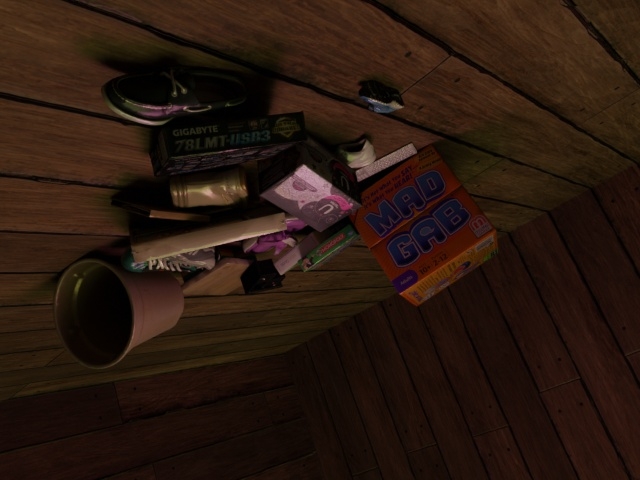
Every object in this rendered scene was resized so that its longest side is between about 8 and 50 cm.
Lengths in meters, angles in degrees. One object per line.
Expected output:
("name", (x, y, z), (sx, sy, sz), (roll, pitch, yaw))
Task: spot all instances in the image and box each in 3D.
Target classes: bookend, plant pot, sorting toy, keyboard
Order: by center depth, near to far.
("keyboard", (0.185, -0.240, 1.871), (0.256, 0.014, 0.072), (-26, 161, 14))
("plant pot", (-0.618, 0.212, 1.877), (0.333, 0.334, 0.305), (-29, 170, 24))
("bookend", (-0.189, 0.124, 2.121), (0.157, 0.072, 0.156), (-9, 158, -33))
("sorting toy", (-0.361, 0.108, 2.150), (0.257, 0.089, 0.255), (-30, 159, 26))

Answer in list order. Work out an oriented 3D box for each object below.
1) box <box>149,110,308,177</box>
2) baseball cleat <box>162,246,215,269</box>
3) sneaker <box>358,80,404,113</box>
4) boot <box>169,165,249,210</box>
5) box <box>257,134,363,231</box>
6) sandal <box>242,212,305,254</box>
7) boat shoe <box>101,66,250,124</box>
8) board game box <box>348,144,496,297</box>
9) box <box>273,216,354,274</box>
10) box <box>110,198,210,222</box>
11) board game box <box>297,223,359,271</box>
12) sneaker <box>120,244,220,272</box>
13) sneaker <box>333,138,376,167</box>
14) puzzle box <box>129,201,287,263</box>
("box", (-0.214, -0.209, 1.289), (0.295, 0.073, 0.293), (-12, -175, -20))
("baseball cleat", (-0.391, 0.023, 1.710), (0.072, 0.110, 0.206), (-10, 161, 30))
("sneaker", (0.144, -0.345, 1.461), (0.073, 0.063, 0.162), (-30, 159, 35))
("boot", (-0.297, -0.126, 1.564), (0.203, 0.095, 0.262), (-9, 175, -7))
("box", (-0.026, -0.156, 1.569), (0.163, 0.142, 0.247), (-31, 139, 28))
("sandal", (-0.142, -0.001, 1.959), (0.169, 0.102, 0.416), (-9, 170, -24))
("boat shoe", (-0.269, -0.290, 1.123), (0.091, 0.114, 0.302), (-35, 169, 39))
("board game box", (0.352, -0.033, 1.995), (0.356, 0.356, 0.356), (-35, 160, 7))
("box", (0.000, 0.000, 2.118), (0.232, 0.058, 0.322), (-38, 176, 37))
("box", (-0.417, -0.077, 1.527), (0.164, 0.021, 0.201), (15, -174, 35))
("board game box", (0.044, 0.025, 2.030), (0.213, 0.046, 0.317), (-35, 175, 6))
("sneaker", (-0.447, 0.044, 1.782), (0.302, 0.121, 0.108), (-14, 121, -36))
("sneaker", (0.053, -0.233, 1.685), (0.212, 0.080, 0.094), (-28, 148, 5))
("puzzle box", (-0.323, -0.031, 1.628), (0.408, 0.052, 0.272), (-13, -166, -17))
